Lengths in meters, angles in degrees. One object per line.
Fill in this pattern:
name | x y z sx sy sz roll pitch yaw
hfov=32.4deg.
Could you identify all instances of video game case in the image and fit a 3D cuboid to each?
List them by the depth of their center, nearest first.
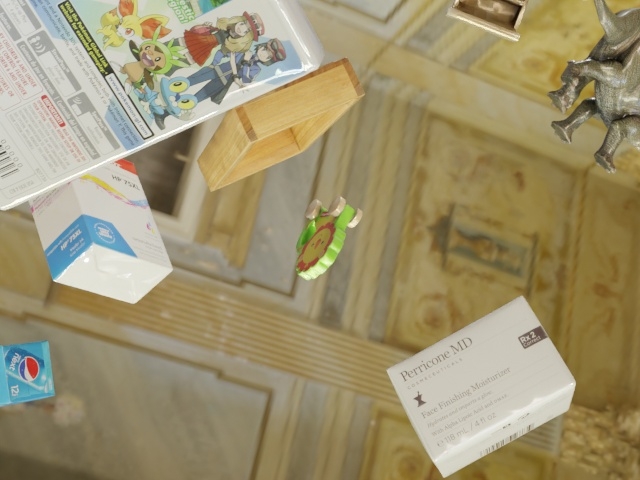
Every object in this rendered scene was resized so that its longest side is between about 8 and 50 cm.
video game case | -0.202 -0.208 0.778 0.300 0.329 0.036 -21 -156 22

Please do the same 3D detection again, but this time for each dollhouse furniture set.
dollhouse furniture set | 0.251 -0.359 1.440 0.242 0.212 0.161 -75 -175 -82

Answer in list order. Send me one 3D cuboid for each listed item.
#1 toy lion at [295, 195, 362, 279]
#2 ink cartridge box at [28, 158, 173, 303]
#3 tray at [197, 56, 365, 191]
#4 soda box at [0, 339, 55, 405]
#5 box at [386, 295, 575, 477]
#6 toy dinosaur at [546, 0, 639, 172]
toy lion | 0.000 0.000 1.225 0.096 0.034 0.100 -61 -159 -14
ink cartridge box | -0.286 -0.044 1.368 0.078 0.134 0.231 -41 -125 21
tray | -0.082 -0.190 1.882 0.076 0.202 0.411 65 -16 0
soda box | -0.423 0.177 1.378 0.210 0.067 0.071 -16 -99 41
box | 0.188 0.175 1.284 0.119 0.181 0.182 61 0 20
toy dinosaur | 0.343 -0.184 1.238 0.160 0.313 0.121 -38 -145 -9
